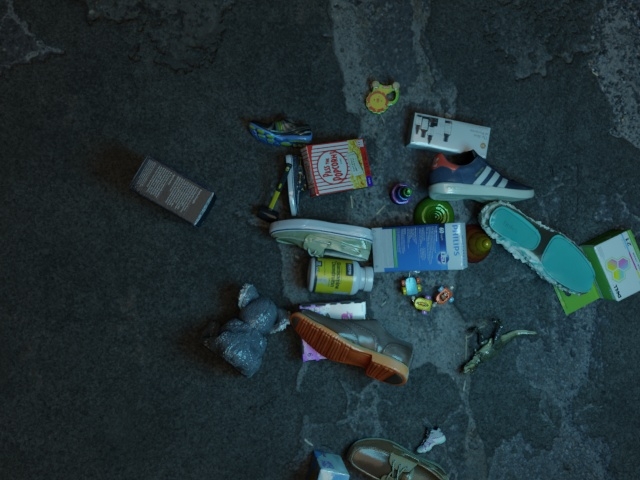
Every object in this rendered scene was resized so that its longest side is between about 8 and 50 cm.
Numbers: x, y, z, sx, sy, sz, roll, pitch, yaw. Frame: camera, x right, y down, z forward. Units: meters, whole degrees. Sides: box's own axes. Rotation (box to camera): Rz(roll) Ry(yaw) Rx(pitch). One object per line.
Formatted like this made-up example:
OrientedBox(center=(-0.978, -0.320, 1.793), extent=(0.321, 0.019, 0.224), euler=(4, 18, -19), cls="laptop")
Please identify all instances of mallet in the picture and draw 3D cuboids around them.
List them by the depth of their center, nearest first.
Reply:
OrientedBox(center=(-0.116, -0.132, 1.670), extent=(0.062, 0.039, 0.189), euler=(31, 112, -6), cls="mallet")

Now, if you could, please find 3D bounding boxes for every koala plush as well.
OrientedBox(center=(-0.198, 0.250, 1.629), extent=(0.196, 0.203, 0.221), euler=(39, 74, -6), cls="koala plush")

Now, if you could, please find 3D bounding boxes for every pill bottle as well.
OrientedBox(center=(0.056, 0.105, 1.691), extent=(0.184, 0.103, 0.103), euler=(5, 89, -7), cls="pill bottle")

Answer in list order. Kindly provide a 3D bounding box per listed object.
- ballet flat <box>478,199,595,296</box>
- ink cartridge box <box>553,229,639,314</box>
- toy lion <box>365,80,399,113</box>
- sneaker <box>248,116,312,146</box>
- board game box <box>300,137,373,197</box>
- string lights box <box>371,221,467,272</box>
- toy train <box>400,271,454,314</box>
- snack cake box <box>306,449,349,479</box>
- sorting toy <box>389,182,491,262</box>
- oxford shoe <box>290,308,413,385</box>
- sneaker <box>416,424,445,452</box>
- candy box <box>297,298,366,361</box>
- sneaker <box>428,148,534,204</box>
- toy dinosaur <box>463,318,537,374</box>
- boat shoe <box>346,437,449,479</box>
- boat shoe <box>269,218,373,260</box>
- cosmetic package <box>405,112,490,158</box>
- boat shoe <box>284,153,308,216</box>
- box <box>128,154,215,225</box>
OrientedBox(center=(0.642, 0.011, 1.747), extent=(0.409, 0.147, 0.147), euler=(36, 86, -8), cls="ballet flat")
OrientedBox(center=(0.855, 0.102, 1.790), extent=(0.255, 0.097, 0.188), euler=(-25, 93, -7), cls="ink cartridge box")
OrientedBox(center=(0.185, -0.429, 1.747), extent=(0.100, 0.034, 0.096), euler=(1, 97, -7), cls="toy lion")
OrientedBox(center=(-0.117, -0.323, 1.700), extent=(0.188, 0.067, 0.078), euler=(7, 68, -5), cls="sneaker")
OrientedBox(center=(0.049, -0.212, 1.692), extent=(0.194, 0.045, 0.146), euler=(-13, 91, -26), cls="board game box")
OrientedBox(center=(0.283, 0.020, 1.671), extent=(0.260, 0.077, 0.133), euler=(-3, 91, 24), cls="string lights box")
OrientedBox(center=(0.315, 0.149, 1.753), extent=(0.166, 0.046, 0.125), euler=(42, 84, -8), cls="toy train")
OrientedBox(center=(-0.002, 0.760, 1.657), extent=(0.089, 0.152, 0.264), euler=(15, 88, -6), cls="snack cake box")
OrientedBox(center=(0.374, -0.058, 1.719), extent=(0.366, 0.126, 0.127), euler=(34, 86, -6), cls="sorting toy")
OrientedBox(center=(0.090, 0.273, 1.634), extent=(0.364, 0.130, 0.132), euler=(28, 54, 0), cls="oxford shoe")
OrientedBox(center=(0.324, 0.593, 1.757), extent=(0.098, 0.038, 0.069), euler=(-24, 91, -16), cls="sneaker")
OrientedBox(center=(0.037, 0.261, 1.704), extent=(0.196, 0.070, 0.164), euler=(-4, 90, -7), cls="candy box")
OrientedBox(center=(0.481, -0.191, 1.712), extent=(0.350, 0.131, 0.148), euler=(4, 81, -23), cls="sneaker")
OrientedBox(center=(0.525, 0.304, 1.771), extent=(0.268, 0.064, 0.118), euler=(-29, 100, -8), cls="toy dinosaur")
OrientedBox(center=(0.236, 0.672, 1.703), extent=(0.325, 0.116, 0.123), euler=(18, 88, -6), cls="boat shoe")
OrientedBox(center=(0.000, 0.000, 1.663), extent=(0.303, 0.109, 0.094), euler=(5, 73, 3), cls="boat shoe")
OrientedBox(center=(0.385, -0.312, 1.753), extent=(0.239, 0.060, 0.098), euler=(9, 90, -7), cls="cosmetic package")
OrientedBox(center=(-0.057, -0.164, 1.697), extent=(0.083, 0.065, 0.183), euler=(-4, 90, -8), cls="boat shoe")
OrientedBox(center=(-0.404, -0.132, 1.613), extent=(0.207, 0.153, 0.108), euler=(30, 86, -7), cls="box")
